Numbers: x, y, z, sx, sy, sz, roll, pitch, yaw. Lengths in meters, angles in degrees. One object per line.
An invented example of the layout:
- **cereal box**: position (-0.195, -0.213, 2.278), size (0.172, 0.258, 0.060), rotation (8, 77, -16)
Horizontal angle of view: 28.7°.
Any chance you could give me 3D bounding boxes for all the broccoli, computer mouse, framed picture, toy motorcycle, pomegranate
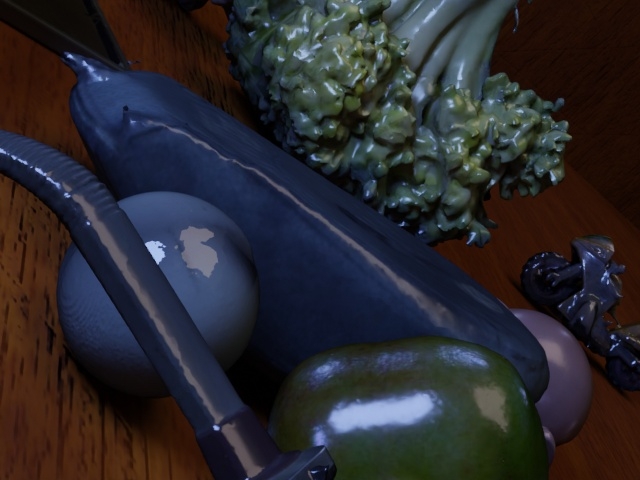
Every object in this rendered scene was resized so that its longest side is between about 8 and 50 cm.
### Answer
- **broccoli**: position (0.075, -0.175, 1.216), size (0.348, 0.281, 0.293), rotation (38, 18, -29)
- **computer mouse**: position (-0.023, 0.016, 0.782), size (0.371, 0.122, 0.188), rotation (36, 7, -17)
- **framed picture**: position (-0.267, -0.250, 1.011), size (0.213, 0.016, 0.289), rotation (29, 23, -45)
- **toy motorcycle**: position (0.370, 0.084, 1.619), size (0.229, 0.130, 0.094), rotation (45, -5, -4)
- **pomegranate**: position (0.045, 0.130, 0.638), size (0.191, 0.152, 0.131), rotation (-91, 173, -63)

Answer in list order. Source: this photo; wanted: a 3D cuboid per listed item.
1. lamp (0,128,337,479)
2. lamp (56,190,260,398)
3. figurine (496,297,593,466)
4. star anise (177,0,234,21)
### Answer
- **lamp**: position (-0.142, 0.038, 0.428), size (0.283, 0.124, 0.203), rotation (45, 25, 7)
- **lamp**: position (-0.081, 0.027, 0.632), size (0.105, 0.105, 0.105), rotation (42, 16, -15)
- **figurine**: position (0.165, 0.118, 1.041), size (0.125, 0.125, 0.138), rotation (42, 31, -13)
- **star anise**: position (-0.100, -0.281, 1.267), size (0.229, 0.093, 0.236), rotation (34, -12, -33)
